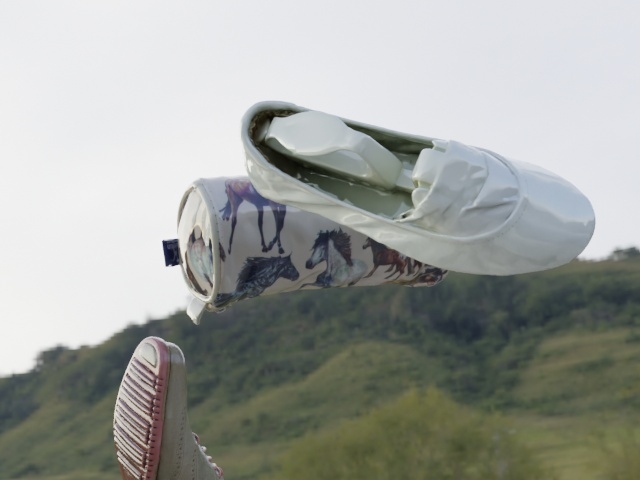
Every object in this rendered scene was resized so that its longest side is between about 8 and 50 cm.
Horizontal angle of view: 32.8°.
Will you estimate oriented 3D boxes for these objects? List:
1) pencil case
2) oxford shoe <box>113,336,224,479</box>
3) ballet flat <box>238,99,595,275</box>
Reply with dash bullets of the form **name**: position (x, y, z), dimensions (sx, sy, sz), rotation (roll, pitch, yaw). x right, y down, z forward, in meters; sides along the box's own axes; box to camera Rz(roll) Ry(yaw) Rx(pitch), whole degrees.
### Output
- **pencil case**: position (0.000, 0.000, 1.482), dimensions (0.410, 0.160, 0.184), rotation (-3, -62, -31)
- **oxford shoe**: position (-0.190, 0.285, 1.405), dimensions (0.130, 0.348, 0.123), rotation (-4, 20, -29)
- **ballet flat**: position (0.082, -0.063, 1.136), dimensions (0.400, 0.139, 0.139), rotation (17, -11, 23)
